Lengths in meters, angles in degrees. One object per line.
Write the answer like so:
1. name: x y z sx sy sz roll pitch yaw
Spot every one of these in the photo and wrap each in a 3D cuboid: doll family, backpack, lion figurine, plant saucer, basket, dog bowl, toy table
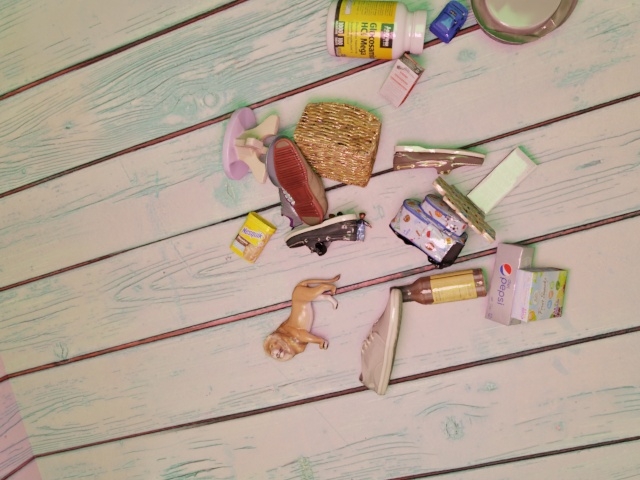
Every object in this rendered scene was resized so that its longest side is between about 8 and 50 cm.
1. doll family: 0.101 -0.059 1.807 0.193 0.076 0.111 8 93 5
2. backpack: 0.457 -0.770 1.650 0.098 0.101 0.120 40 98 -3
3. lion figurine: -0.072 0.296 1.858 0.240 0.142 0.392 14 84 16
4. plant saucer: -0.157 -0.293 1.744 0.037 0.195 0.195 9 98 28
5. basket: 0.066 -0.367 1.768 0.299 0.223 0.213 15 66 9
6. dog bowl: 0.680 -0.833 1.600 0.349 0.102 0.349 1 95 11
7. backpack: 0.387 -0.046 1.663 0.263 0.276 0.213 29 103 15
8. toy table: -0.249 -0.354 1.765 0.161 0.252 0.274 13 103 24

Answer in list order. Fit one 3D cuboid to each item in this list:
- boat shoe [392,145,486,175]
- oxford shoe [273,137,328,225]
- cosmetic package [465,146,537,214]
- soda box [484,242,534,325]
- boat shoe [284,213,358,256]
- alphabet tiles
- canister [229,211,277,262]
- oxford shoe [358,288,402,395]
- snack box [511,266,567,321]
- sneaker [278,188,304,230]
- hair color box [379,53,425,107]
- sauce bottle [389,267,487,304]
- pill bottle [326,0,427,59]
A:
1. boat shoe: 0.423 -0.286 1.701 0.324 0.116 0.097 7 102 14
2. oxford shoe: -0.068 -0.228 1.746 0.123 0.130 0.348 -3 122 31
3. cosmetic package: 0.644 -0.212 1.692 0.099 0.060 0.239 46 102 5
4. soda box: 0.677 0.154 1.691 0.098 0.091 0.286 16 101 50
5. boat shoe: 0.003 0.000 1.753 0.340 0.127 0.113 -18 82 34
6. alphabet tiles: 0.495 -0.109 1.624 0.284 0.278 0.021 46 115 3
7. canister: -0.269 -0.010 1.879 0.126 0.073 0.170 34 102 6
8. oxford shoe: 0.221 0.380 1.755 0.130 0.169 0.449 15 116 16
9. snack box: 0.765 0.186 1.648 0.207 0.070 0.174 -1 99 -31
10. sneaker: -0.137 -0.150 1.837 0.098 0.083 0.224 -31 89 19
11. hair color box: 0.286 -0.563 1.674 0.093 0.167 0.053 42 61 4
12. sauce bottle: 0.430 0.179 1.748 0.344 0.111 0.111 -10 94 18
13. pill bottle: 0.197 -0.737 1.655 0.334 0.188 0.188 6 97 10
